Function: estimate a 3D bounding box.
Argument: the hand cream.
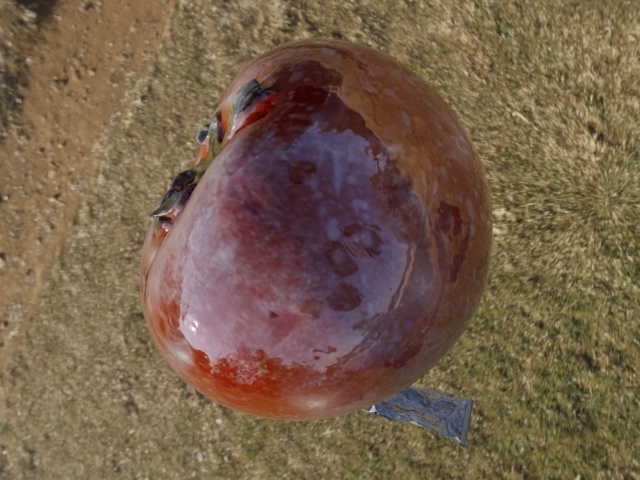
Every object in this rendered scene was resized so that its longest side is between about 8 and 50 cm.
[{"bbox_3d":[0.127,0.270,1.099,0.257,0.050,0.084,13,57,3],"label":"hand cream"}]

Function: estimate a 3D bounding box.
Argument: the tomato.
[{"bbox_3d":[0.000,0.000,0.476,0.227,0.270,0.270,30,108,-18],"label":"tomato"}]
